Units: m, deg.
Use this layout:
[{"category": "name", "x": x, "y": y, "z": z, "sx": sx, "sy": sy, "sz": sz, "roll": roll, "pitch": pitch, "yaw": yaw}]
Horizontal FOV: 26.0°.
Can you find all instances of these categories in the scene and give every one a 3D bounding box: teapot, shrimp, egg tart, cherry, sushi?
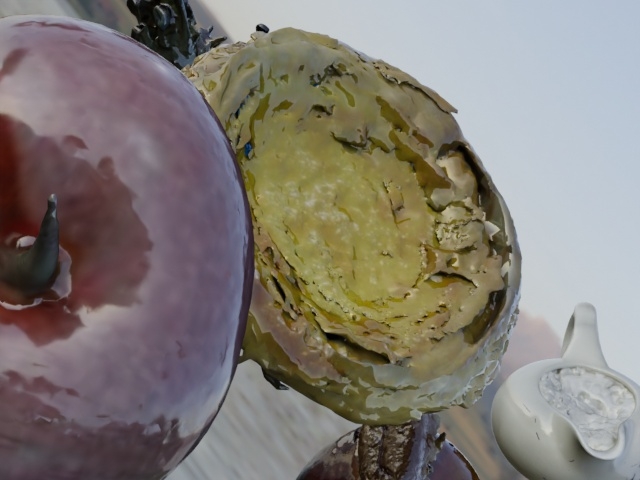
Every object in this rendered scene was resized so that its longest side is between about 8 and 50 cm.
[{"category": "teapot", "x": 0.307, "y": 0.200, "z": 1.654, "sx": 0.300, "sy": 0.208, "sz": 0.166, "roll": -85, "pitch": 173, "yaw": -51}, {"category": "shrimp", "x": -0.079, "y": -0.126, "z": 1.241, "sx": 0.075, "sy": 0.178, "sz": 0.289, "roll": 34, "pitch": -42, "yaw": 49}, {"category": "egg tart", "x": 0.000, "y": 0.000, "z": 0.872, "sx": 0.291, "sy": 0.291, "sz": 0.107, "roll": 52, "pitch": -45, "yaw": -3}, {"category": "cherry", "x": -0.136, "y": 0.018, "z": 0.648, "sx": 0.213, "sy": 0.236, "sz": 0.285, "roll": 34, "pitch": -20, "yaw": -11}, {"category": "sushi", "x": 0.058, "y": 0.155, "z": 1.005, "sx": 0.061, "sy": 0.118, "sz": 0.060, "roll": 3, "pitch": -33, "yaw": 32}]

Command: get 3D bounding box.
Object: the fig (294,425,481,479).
[{"category": "fig", "x": 0.072, "y": 0.300, "z": 1.448, "sx": 0.235, "sy": 0.235, "sz": 0.214, "roll": 53, "pitch": 40, "yaw": -32}]
